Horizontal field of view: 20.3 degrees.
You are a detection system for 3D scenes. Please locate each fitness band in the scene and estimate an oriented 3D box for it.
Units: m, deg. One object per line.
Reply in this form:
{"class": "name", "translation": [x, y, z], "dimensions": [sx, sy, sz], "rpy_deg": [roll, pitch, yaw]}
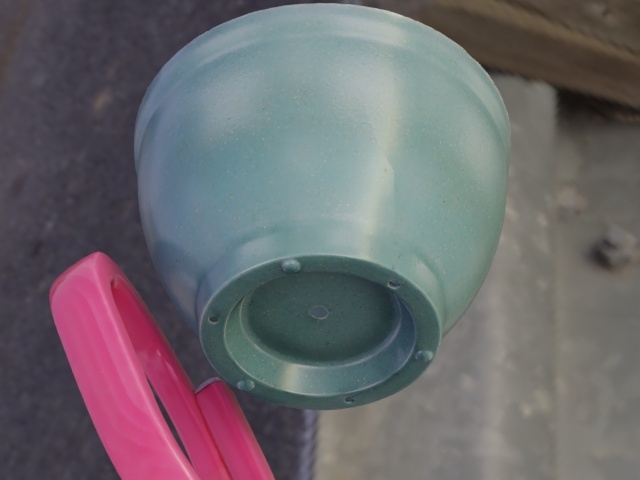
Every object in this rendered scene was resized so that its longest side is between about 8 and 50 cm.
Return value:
{"class": "fitness band", "translation": [-0.106, 0.131, 1.301], "dimensions": [0.054, 0.209, 0.291], "rpy_deg": [-34, 49, 5]}

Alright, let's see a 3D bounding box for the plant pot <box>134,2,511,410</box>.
{"class": "plant pot", "translation": [0.000, 0.000, 1.322], "dimensions": [0.293, 0.293, 0.196], "rpy_deg": [-37, 35, 33]}
